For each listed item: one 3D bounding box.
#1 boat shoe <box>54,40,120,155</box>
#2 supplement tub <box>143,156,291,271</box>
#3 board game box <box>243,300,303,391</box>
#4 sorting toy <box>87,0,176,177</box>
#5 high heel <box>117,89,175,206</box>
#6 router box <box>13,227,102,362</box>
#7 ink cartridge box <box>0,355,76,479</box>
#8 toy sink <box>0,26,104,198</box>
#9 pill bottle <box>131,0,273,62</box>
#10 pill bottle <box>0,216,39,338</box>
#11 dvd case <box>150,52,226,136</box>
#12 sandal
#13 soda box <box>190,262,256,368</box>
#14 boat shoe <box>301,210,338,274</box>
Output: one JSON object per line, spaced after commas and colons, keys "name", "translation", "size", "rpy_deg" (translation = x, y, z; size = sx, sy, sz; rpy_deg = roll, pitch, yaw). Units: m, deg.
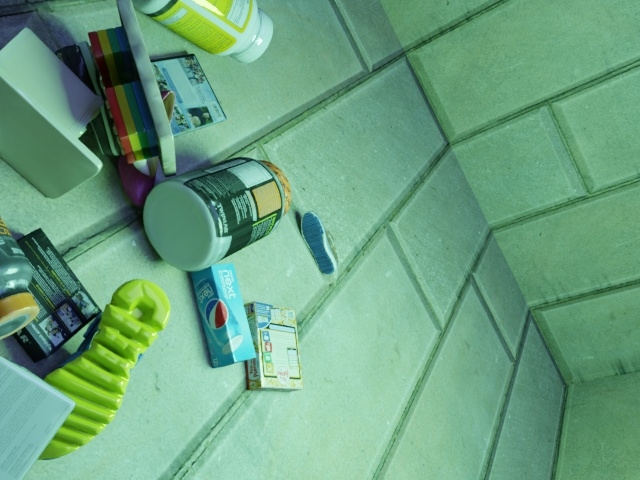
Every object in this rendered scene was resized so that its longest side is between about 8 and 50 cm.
{"name": "boat shoe", "translation": [-0.450, -0.268, 1.254], "size": [0.081, 0.069, 0.227], "rpy_deg": [170, -97, -83]}
{"name": "supplement tub", "translation": [-0.205, -0.069, 1.378], "size": [0.316, 0.194, 0.193], "rpy_deg": [-31, 98, -57]}
{"name": "board game box", "translation": [-0.109, 0.245, 1.476], "size": [0.147, 0.045, 0.193], "rpy_deg": [20, 57, -50]}
{"name": "sorting toy", "translation": [-0.344, -0.257, 1.173], "size": [0.090, 0.255, 0.257], "rpy_deg": [-17, 85, -14]}
{"name": "high heel", "translation": [-0.342, -0.191, 1.315], "size": [0.082, 0.117, 0.243], "rpy_deg": [31, 48, -45]}
{"name": "router box", "translation": [-0.462, 0.087, 1.053], "size": [0.178, 0.046, 0.133], "rpy_deg": [59, 35, -14]}
{"name": "ink cartridge box", "translation": [-0.488, 0.240, 0.878], "size": [0.232, 0.066, 0.189], "rpy_deg": [37, 67, -11]}
{"name": "toy sink", "translation": [-0.477, -0.212, 1.103], "size": [0.234, 0.153, 0.131], "rpy_deg": [47, 38, -28]}
{"name": "pill bottle", "translation": [-0.276, -0.566, 1.558], "size": [0.334, 0.188, 0.187], "rpy_deg": [22, 55, -50]}
{"name": "pill bottle", "translation": [-0.497, 0.021, 0.908], "size": [0.245, 0.130, 0.130], "rpy_deg": [55, 32, 8]}
{"name": "dvd case", "translation": [-0.334, -0.338, 1.500], "size": [0.253, 0.022, 0.180], "rpy_deg": [-37, 102, -56]}
{"name": "sandal", "translation": [-0.366, 0.212, 1.051], "size": [0.126, 0.138, 0.317], "rpy_deg": [42, 60, -12]}
{"name": "soda box", "translation": [-0.206, 0.158, 1.365], "size": [0.071, 0.067, 0.210], "rpy_deg": [-2, 73, -56]}
{"name": "boat shoe", "translation": [0.000, 0.000, 1.763], "size": [0.066, 0.066, 0.183], "rpy_deg": [-44, 119, -60]}
